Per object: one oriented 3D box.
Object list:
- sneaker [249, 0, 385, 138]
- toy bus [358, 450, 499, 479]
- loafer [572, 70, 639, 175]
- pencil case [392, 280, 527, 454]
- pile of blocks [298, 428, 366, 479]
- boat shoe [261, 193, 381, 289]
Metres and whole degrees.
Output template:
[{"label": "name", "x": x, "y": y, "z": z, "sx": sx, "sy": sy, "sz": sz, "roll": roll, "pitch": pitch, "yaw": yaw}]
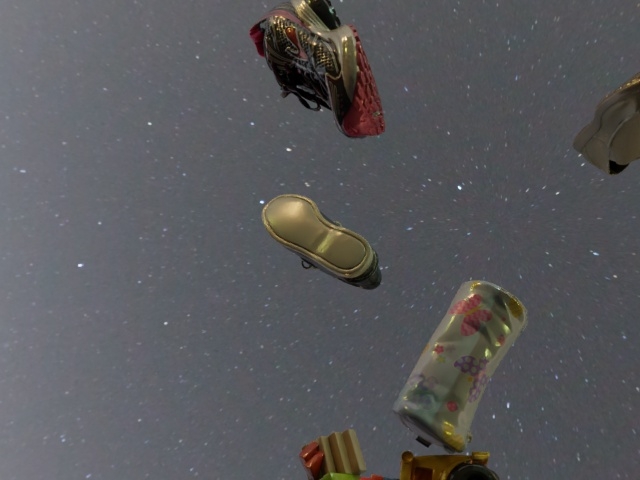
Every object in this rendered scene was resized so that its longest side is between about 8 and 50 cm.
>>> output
[{"label": "sneaker", "x": -0.004, "y": -0.212, "z": 0.706, "sx": 0.111, "sy": 0.121, "sz": 0.299, "roll": -25, "pitch": -136, "yaw": 1}, {"label": "toy bus", "x": 0.153, "y": 0.419, "z": 0.805, "sx": 0.211, "sy": 0.150, "sz": 0.220, "roll": 3, "pitch": -132, "yaw": 9}, {"label": "loafer", "x": 0.447, "y": -0.167, "z": 0.797, "sx": 0.102, "sy": 0.268, "sz": 0.092, "roll": -37, "pitch": -104, "yaw": 3}, {"label": "pencil case", "x": 0.226, "y": 0.196, "z": 0.897, "sx": 0.124, "sy": 0.113, "sz": 0.273, "roll": 21, "pitch": -112, "yaw": 31}, {"label": "pile of blocks", "x": 0.004, "y": 0.530, "z": 1.019, "sx": 0.148, "sy": 0.112, "sz": 0.363, "roll": -20, "pitch": -123, "yaw": 43}, {"label": "boat shoe", "x": 0.000, "y": 0.000, "z": 0.899, "sx": 0.254, "sy": 0.079, "sz": 0.095, "roll": 27, "pitch": -108, "yaw": 40}]
